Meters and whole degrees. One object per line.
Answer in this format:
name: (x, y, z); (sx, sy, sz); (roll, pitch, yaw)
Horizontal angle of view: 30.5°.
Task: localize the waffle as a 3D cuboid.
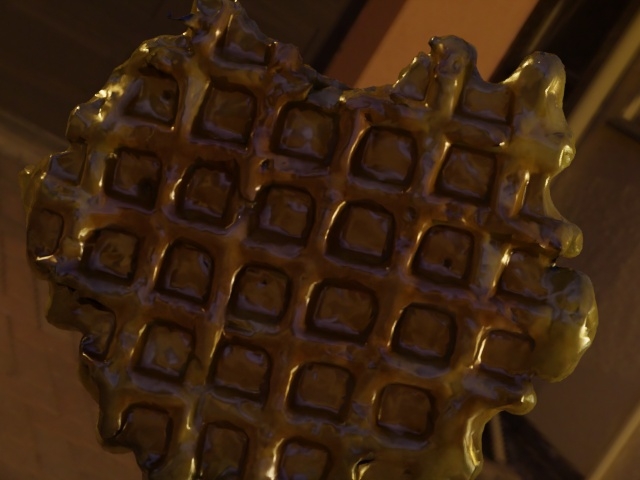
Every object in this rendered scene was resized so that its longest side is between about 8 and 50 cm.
waffle: (-0.010, 0.002, 0.622); (0.300, 0.282, 0.058); (-10, -3, 4)
